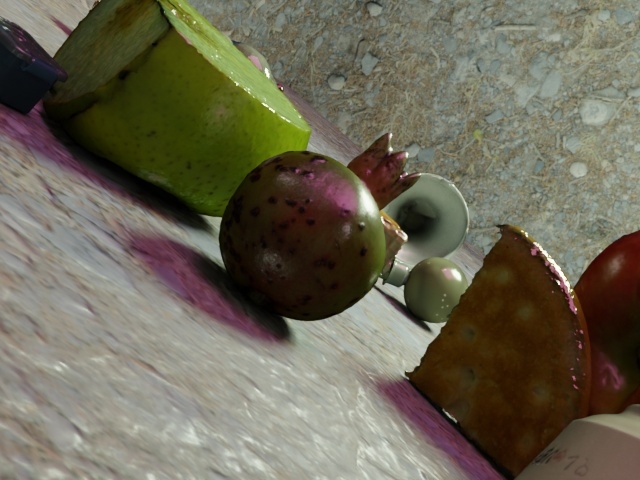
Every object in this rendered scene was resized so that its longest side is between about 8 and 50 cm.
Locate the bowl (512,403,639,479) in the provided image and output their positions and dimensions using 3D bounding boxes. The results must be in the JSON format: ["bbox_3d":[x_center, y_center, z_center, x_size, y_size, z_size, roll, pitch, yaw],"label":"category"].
[{"bbox_3d":[0.293,0.225,1.085,0.237,0.126,0.238,31,-10,6],"label":"bowl"}]

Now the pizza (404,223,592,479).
[{"bbox_3d":[0.184,0.129,1.285,0.058,0.197,0.292,25,53,-55],"label":"pizza"}]

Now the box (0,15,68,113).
[{"bbox_3d":[-0.286,-0.163,1.143,0.099,0.054,0.074,44,8,34],"label":"box"}]

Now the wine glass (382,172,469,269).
[{"bbox_3d":[0.162,-0.036,2.135,0.165,0.165,0.196,38,4,-3],"label":"wine glass"}]

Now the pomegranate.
[{"bbox_3d":[0.000,-0.018,1.138,0.159,0.205,0.159,42,-21,20],"label":"pomegranate"}]

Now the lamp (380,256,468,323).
[{"bbox_3d":[0.118,0.052,1.725,0.163,0.091,0.091,22,9,-4],"label":"lamp"}]

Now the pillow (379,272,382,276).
[{"bbox_3d":[0.000,-0.001,1.559,0.150,0.048,0.090,32,13,-28],"label":"pillow"}]

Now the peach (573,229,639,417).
[{"bbox_3d":[0.408,0.194,1.310,0.406,0.335,0.310,53,35,-16],"label":"peach"}]

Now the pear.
[{"bbox_3d":[-0.135,-0.129,1.280,0.292,0.159,0.292,40,10,-9],"label":"pear"}]

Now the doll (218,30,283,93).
[{"bbox_3d":[-0.102,-0.149,1.537,0.258,0.154,0.228,-78,149,-70],"label":"doll"}]

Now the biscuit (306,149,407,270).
[{"bbox_3d":[-0.050,-0.091,1.685,0.378,0.094,0.054,39,8,8],"label":"biscuit"}]

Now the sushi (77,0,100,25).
[{"bbox_3d":[-0.322,-0.301,1.789,0.047,0.050,0.099,39,20,-30],"label":"sushi"}]
